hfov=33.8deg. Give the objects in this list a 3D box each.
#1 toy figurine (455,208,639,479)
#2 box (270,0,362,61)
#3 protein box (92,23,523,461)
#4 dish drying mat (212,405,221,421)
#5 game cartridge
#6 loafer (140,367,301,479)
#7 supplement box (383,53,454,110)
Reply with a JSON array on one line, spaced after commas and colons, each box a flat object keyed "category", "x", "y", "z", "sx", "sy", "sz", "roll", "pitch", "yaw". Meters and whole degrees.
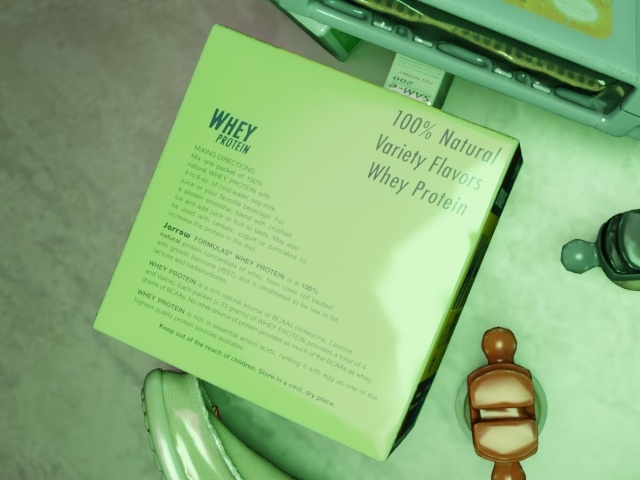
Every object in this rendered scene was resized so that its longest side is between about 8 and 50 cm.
[{"category": "toy figurine", "x": 0.205, "y": 0.097, "z": 0.639, "sx": 0.213, "sy": 0.148, "sz": 0.209, "roll": 39, "pitch": 90, "yaw": 12}, {"category": "box", "x": 0.000, "y": -0.189, "z": 0.700, "sx": 0.102, "sy": 0.101, "sz": 0.087, "roll": 42, "pitch": 96, "yaw": 8}, {"category": "protein box", "x": 0.000, "y": 0.000, "z": 0.678, "sx": 0.200, "sy": 0.136, "sz": 0.201, "roll": 23, "pitch": 94, "yaw": 11}, {"category": "dish drying mat", "x": -0.078, "y": 0.163, "z": 0.755, "sx": 0.032, "sy": 0.008, "sz": 0.083, "roll": -15, "pitch": 87, "yaw": 10}, {"category": "game cartridge", "x": 0.097, "y": -0.180, "z": 0.622, "sx": 0.297, "sy": 0.062, "sz": 0.198, "roll": 19, "pitch": 58, "yaw": -11}, {"category": "loafer", "x": -0.027, "y": 0.190, "z": 0.703, "sx": 0.092, "sy": 0.102, "sz": 0.268, "roll": -31, "pitch": 97, "yaw": -6}, {"category": "supplement box", "x": 0.078, "y": -0.135, "z": 0.704, "sx": 0.036, "sy": 0.062, "sz": 0.098, "roll": 22, "pitch": 92, "yaw": 10}]
